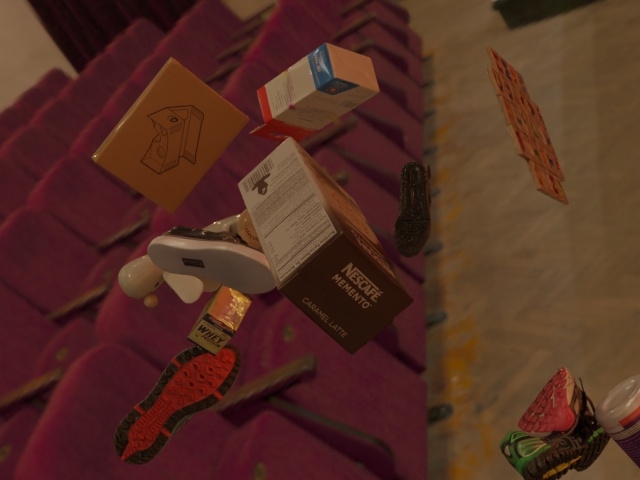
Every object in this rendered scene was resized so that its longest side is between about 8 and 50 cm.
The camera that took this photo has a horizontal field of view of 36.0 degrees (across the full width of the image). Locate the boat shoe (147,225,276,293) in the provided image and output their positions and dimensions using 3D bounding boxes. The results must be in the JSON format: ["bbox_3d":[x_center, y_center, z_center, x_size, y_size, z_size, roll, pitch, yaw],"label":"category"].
[{"bbox_3d":[-0.147,0.019,1.457,0.229,0.080,0.076,6,39,32],"label":"boat shoe"}]

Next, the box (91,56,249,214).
[{"bbox_3d":[-0.234,-0.161,1.547,0.201,0.164,0.021,-50,34,5],"label":"box"}]

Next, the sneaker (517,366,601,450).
[{"bbox_3d":[0.395,0.279,1.578,0.121,0.112,0.299,-54,-16,2],"label":"sneaker"}]

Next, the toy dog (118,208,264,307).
[{"bbox_3d":[-0.188,0.051,1.830,0.334,0.161,0.220,-24,3,24],"label":"toy dog"}]

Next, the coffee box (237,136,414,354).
[{"bbox_3d":[0.000,0.000,1.173,0.098,0.141,0.246,-41,34,10],"label":"coffee box"}]

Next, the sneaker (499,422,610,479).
[{"bbox_3d":[0.559,0.451,2.282,0.344,0.134,0.146,-7,39,-39],"label":"sneaker"}]

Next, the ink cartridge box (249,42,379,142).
[{"bbox_3d":[-0.021,-0.270,1.852,0.231,0.078,0.134,-28,-22,36],"label":"ink cartridge box"}]

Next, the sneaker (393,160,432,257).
[{"bbox_3d":[0.135,-0.044,1.394,0.051,0.089,0.170,1,67,10],"label":"sneaker"}]

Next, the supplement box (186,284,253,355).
[{"bbox_3d":[-0.162,0.126,1.593,0.083,0.056,0.083,-48,11,47],"label":"supplement box"}]

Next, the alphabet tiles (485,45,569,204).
[{"bbox_3d":[0.395,-0.212,1.867,0.011,0.285,0.342,-22,-14,23],"label":"alphabet tiles"}]

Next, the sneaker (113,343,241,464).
[{"bbox_3d":[-0.243,0.261,1.676,0.262,0.104,0.125,-41,2,1],"label":"sneaker"}]

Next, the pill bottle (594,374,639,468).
[{"bbox_3d":[0.534,0.315,1.552,0.108,0.193,0.108,-42,0,0],"label":"pill bottle"}]
